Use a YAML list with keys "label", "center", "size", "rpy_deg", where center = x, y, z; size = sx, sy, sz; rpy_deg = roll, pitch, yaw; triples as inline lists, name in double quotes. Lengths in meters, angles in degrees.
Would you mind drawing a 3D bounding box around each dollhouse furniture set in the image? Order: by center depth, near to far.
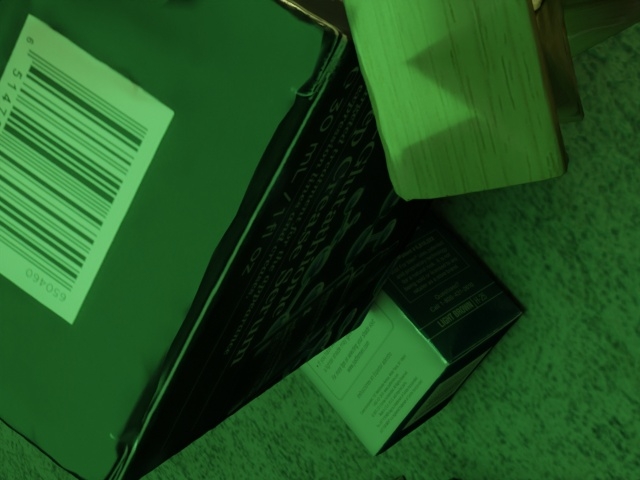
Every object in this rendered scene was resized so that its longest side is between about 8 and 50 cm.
- label: "dollhouse furniture set"
  center: [0.217, -0.225, 0.558]
  size: [0.394, 0.362, 0.257]
  rpy_deg: [-8, 110, 23]

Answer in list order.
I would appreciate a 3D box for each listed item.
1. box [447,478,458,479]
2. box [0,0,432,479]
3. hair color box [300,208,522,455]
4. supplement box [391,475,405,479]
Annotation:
- label: "box"
  center: [0.177, 0.420, 1.166]
  size: [0.215, 0.168, 0.345]
  rpy_deg: [6, 117, 48]
- label: "box"
  center: [-0.060, -0.066, 0.846]
  size: [0.212, 0.395, 0.294]
  rpy_deg: [33, 112, 13]
- label: "hair color box"
  center: [0.000, 0.000, 1.154]
  size: [0.347, 0.105, 0.174]
  rpy_deg: [49, 142, 15]
- label: "supplement box"
  center: [0.079, 0.293, 1.289]
  size: [0.098, 0.062, 0.036]
  rpy_deg: [57, 144, 5]
